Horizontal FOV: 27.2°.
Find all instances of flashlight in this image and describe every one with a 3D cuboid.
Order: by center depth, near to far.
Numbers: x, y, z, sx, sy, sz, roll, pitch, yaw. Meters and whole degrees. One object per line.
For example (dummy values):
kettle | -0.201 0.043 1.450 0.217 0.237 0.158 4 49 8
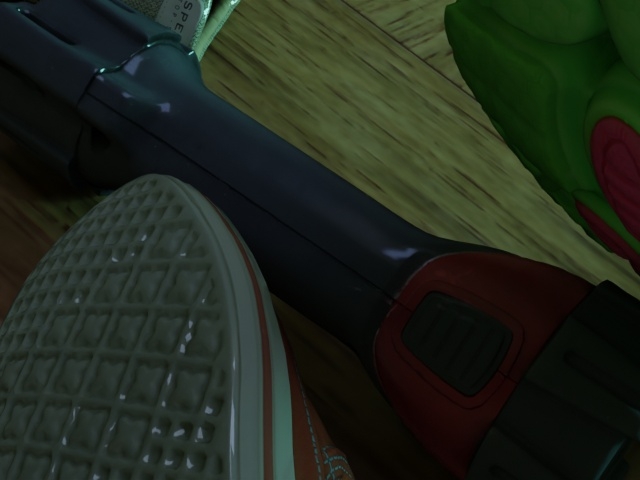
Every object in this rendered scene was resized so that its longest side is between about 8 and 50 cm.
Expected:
flashlight | 0.000 0.000 0.544 0.304 0.103 0.103 34 45 19

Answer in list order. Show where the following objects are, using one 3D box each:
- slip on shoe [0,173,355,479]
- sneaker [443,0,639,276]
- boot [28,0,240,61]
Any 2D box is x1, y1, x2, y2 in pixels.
slip on shoe | -0.027 0.109 0.402 0.101 0.123 0.331 39 17 -47
sneaker | 0.194 -0.048 0.456 0.185 0.202 0.483 43 7 28
boot | -0.133 -0.132 0.636 0.165 0.077 0.213 30 36 5
